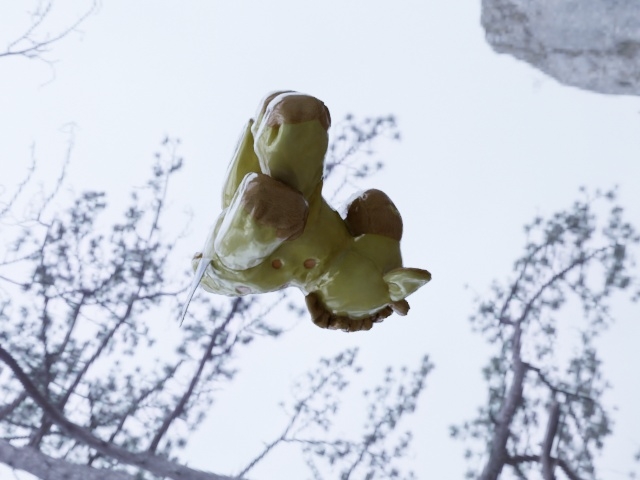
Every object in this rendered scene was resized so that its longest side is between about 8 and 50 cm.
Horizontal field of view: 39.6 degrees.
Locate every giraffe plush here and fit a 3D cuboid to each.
[{"bbox_3d":[0.000,0.000,0.727,0.170,0.181,0.210,21,-85,-14],"label":"giraffe plush"}]
